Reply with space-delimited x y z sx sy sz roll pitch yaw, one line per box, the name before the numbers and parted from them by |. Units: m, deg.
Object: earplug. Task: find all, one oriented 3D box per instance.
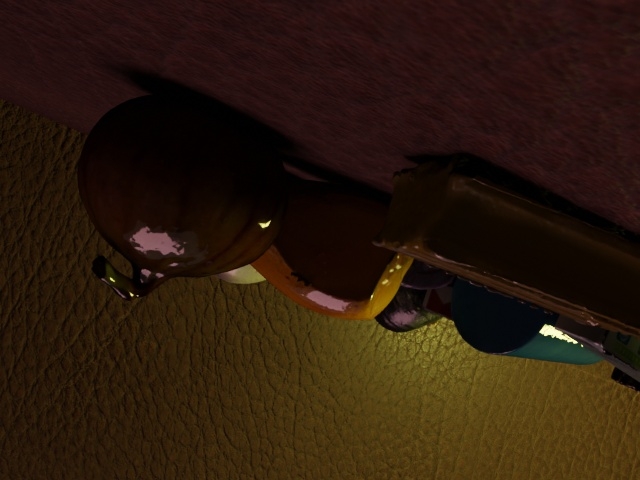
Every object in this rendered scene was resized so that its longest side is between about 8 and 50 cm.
earplug | 0.301 0.099 0.972 0.273 0.132 0.132 19 -179 -43

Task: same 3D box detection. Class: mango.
mango | -0.012 -0.004 0.974 0.257 0.187 0.138 30 145 21

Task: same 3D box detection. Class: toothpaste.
toothpaste | 0.396 0.128 0.925 0.067 0.081 0.336 22 175 45

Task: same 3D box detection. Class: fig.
fig | -0.154 -0.054 0.830 0.235 0.214 0.235 5 -163 -1

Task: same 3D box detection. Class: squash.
squash | 0.178 0.093 1.404 0.156 0.193 0.193 57 166 -18

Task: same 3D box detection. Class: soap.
soap | 0.170 0.012 0.599 0.233 0.076 0.135 22 178 -17

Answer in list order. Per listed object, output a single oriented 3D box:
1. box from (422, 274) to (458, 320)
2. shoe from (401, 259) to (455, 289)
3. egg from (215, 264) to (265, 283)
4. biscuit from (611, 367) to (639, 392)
box | 0.259 0.086 1.175 0.177 0.115 0.036 21 179 34
shoe | 0.099 0.004 1.194 0.245 0.095 0.137 26 -178 3
egg | -0.142 -0.023 1.199 0.271 0.161 0.206 39 160 -20
biscuit | 0.562 0.210 1.245 0.073 0.107 0.388 25 180 31
